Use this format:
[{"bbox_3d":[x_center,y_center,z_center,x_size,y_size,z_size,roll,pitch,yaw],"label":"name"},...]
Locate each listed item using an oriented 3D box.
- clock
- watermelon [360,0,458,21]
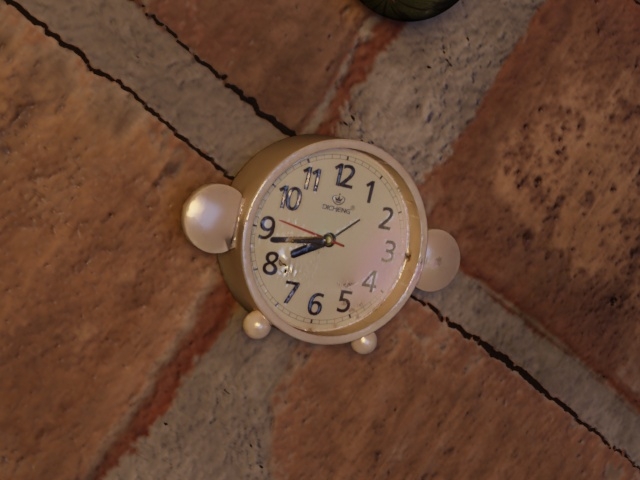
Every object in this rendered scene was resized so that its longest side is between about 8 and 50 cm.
[{"bbox_3d":[0.000,0.000,0.859,0.229,0.063,0.155,9,95,-26],"label":"clock"},{"bbox_3d":[0.073,-0.224,0.843,0.105,0.105,0.133,45,63,-25],"label":"watermelon"}]
